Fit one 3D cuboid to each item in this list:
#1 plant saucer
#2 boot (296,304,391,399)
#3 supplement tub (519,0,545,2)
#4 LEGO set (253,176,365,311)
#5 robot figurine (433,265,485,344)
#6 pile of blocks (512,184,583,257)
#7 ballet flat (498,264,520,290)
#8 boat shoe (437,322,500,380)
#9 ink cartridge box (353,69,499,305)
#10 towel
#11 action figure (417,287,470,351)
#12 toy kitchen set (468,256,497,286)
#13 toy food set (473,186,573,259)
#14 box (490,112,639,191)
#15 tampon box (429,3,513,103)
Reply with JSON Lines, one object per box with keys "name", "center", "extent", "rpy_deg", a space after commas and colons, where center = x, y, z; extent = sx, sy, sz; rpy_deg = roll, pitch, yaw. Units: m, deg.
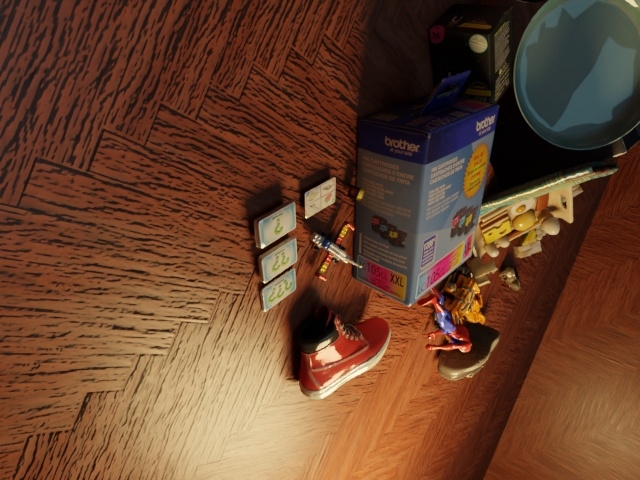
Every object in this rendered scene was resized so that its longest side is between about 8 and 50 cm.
{"name": "plant saucer", "center": [0.530, -0.343, 0.963], "extent": [0.044, 0.317, 0.317], "rpy_deg": [-108, -149, -75]}
{"name": "boot", "center": [0.054, 0.179, 0.949], "extent": [0.244, 0.088, 0.176], "rpy_deg": [-28, 128, -37]}
{"name": "supplement tub", "center": [0.389, -0.550, 0.884], "extent": [0.272, 0.191, 0.191], "rpy_deg": [-18, 122, -47]}
{"name": "LEGO set", "center": [0.000, 0.000, 0.802], "extent": [0.244, 0.060, 0.182], "rpy_deg": [-33, 137, -39]}
{"name": "robot figurine", "center": [0.421, 0.205, 1.439], "extent": [0.211, 0.085, 0.291], "rpy_deg": [-55, 143, -18]}
{"name": "pile of blocks", "center": [0.785, -0.104, 1.751], "extent": [0.362, 0.149, 0.112], "rpy_deg": [-55, -173, -1]}
{"name": "ballet flat", "center": [0.720, 0.143, 1.829], "extent": [0.250, 0.058, 0.084], "rpy_deg": [26, 52, -60]}
{"name": "boat shoe", "center": [0.497, 0.395, 1.606], "extent": [0.355, 0.132, 0.130], "rpy_deg": [-15, 120, -47]}
{"name": "ink cartridge box", "center": [0.198, -0.116, 0.920], "extent": [0.270, 0.151, 0.395], "rpy_deg": [-29, 129, -41]}
{"name": "towel", "center": [0.456, -0.102, 1.107], "extent": [0.271, 0.370, 0.040], "rpy_deg": [-13, 85, -48]}
{"name": "action figure", "center": [0.303, 0.229, 1.281], "extent": [0.280, 0.139, 0.091], "rpy_deg": [46, 30, -31]}
{"name": "toy kitchen set", "center": [0.492, 0.094, 1.427], "extent": [0.068, 0.083, 0.075], "rpy_deg": [-27, 145, 21]}
{"name": "toy food set", "center": [0.583, -0.037, 1.407], "extent": [0.306, 0.092, 0.220], "rpy_deg": [-31, 144, 10]}
{"name": "box", "center": [0.618, -0.272, 1.217], "extent": [0.294, 0.296, 0.183], "rpy_deg": [-25, 93, -42]}
{"name": "tampon box", "center": [0.293, -0.352, 0.929], "extent": [0.101, 0.120, 0.161], "rpy_deg": [-50, 141, -24]}
